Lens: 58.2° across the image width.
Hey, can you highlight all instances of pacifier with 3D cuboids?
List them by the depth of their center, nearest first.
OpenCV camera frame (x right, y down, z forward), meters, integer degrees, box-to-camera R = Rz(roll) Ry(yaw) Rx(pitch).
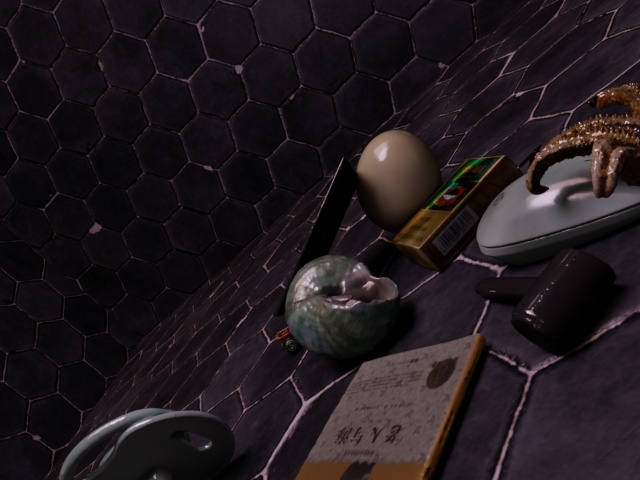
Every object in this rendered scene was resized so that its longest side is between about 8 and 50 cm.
[{"bbox_3d":[-0.300,0.451,1.002,0.343,0.288,0.269,-48,39,6],"label":"pacifier"}]

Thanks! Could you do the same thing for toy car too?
[{"bbox_3d":[-0.036,0.190,1.304,0.143,0.054,0.073,-44,11,5],"label":"toy car"}]

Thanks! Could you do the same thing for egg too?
[{"bbox_3d":[0.168,-0.125,1.243,0.186,0.241,0.186,-12,37,9],"label":"egg"}]

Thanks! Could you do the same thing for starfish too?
[{"bbox_3d":[0.373,-0.104,0.646,0.303,0.113,0.312,5,33,40],"label":"starfish"}]

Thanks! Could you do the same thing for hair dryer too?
[{"bbox_3d":[0.254,0.073,0.748,0.114,0.070,0.248,-49,9,-13],"label":"hair dryer"}]

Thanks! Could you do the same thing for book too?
[{"bbox_3d":[0.057,0.293,0.754,0.269,0.032,0.389,-31,19,51],"label":"book"}]

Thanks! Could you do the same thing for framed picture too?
[{"bbox_3d":[0.000,0.000,1.228,0.255,0.014,0.338,15,-81,-79],"label":"framed picture"}]

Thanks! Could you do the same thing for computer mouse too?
[{"bbox_3d":[0.343,-0.065,0.813,0.288,0.097,0.159,-34,16,44],"label":"computer mouse"}]

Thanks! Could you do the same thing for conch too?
[{"bbox_3d":[0.040,0.117,1.069,0.220,0.195,0.277,-24,-7,8],"label":"conch"}]

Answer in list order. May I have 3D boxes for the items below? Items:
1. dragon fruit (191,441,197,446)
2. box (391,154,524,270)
[{"bbox_3d":[-0.294,0.482,1.192,0.126,0.068,0.112,-49,-15,2],"label":"dragon fruit"},{"bbox_3d":[0.258,-0.057,1.105,0.240,0.071,0.159,-47,10,-6],"label":"box"}]
